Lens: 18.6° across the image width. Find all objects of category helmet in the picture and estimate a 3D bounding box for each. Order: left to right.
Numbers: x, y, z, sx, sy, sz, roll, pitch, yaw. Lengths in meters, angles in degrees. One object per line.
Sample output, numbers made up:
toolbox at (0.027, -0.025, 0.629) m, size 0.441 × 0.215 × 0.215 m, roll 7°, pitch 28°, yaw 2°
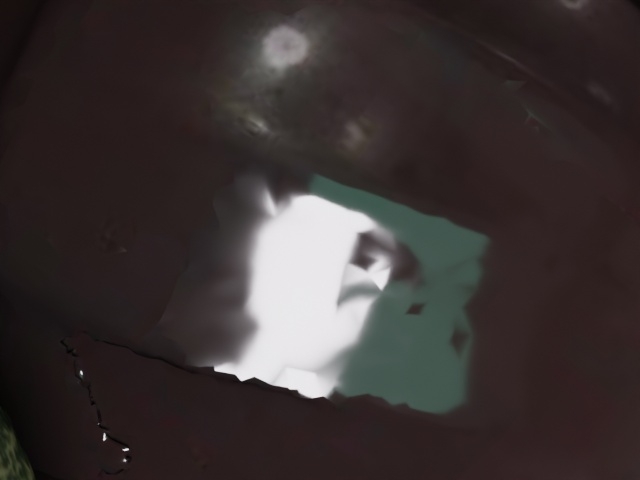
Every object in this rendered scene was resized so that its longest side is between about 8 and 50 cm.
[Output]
helmet at (0.000, 0.000, 0.499) m, size 0.305 × 0.177 × 0.225 m, roll 20°, pitch 86°, yaw -25°

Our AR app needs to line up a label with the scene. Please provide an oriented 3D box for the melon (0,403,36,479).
melon at (-0.188, 0.129, 0.379) m, size 0.248 × 0.248 × 0.329 m, roll 26°, pitch 91°, yaw -23°
